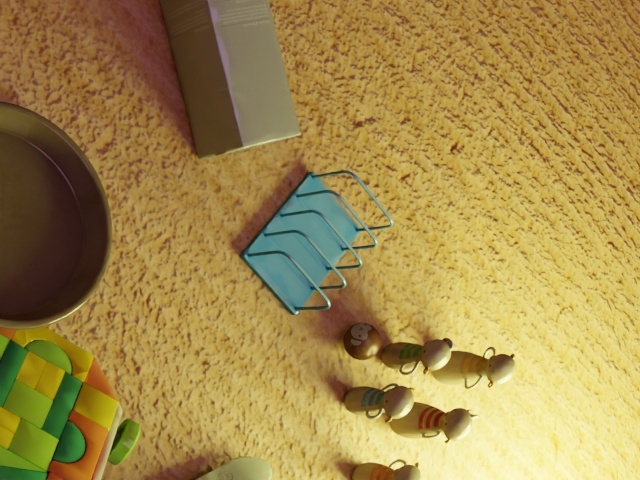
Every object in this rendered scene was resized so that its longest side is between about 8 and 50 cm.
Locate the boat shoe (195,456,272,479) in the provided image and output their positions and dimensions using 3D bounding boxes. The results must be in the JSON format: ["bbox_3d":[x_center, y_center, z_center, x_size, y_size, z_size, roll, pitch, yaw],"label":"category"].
[{"bbox_3d":[-0.125,0.320,1.633,0.133,0.042,0.049,-16,70,-36],"label":"boat shoe"}]

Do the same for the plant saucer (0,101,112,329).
[{"bbox_3d":[-0.370,-0.028,1.451,0.277,0.041,0.278,18,63,-38],"label":"plant saucer"}]

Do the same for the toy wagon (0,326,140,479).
[{"bbox_3d":[-0.341,0.225,1.360,0.267,0.068,0.344,33,31,-15],"label":"toy wagon"}]

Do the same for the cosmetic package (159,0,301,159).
[{"bbox_3d":[-0.121,-0.233,1.626,0.107,0.127,0.238,-20,100,-34],"label":"cosmetic package"}]

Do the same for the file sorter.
[{"bbox_3d":[0.000,0.000,1.705,0.118,0.104,0.170,49,62,-21],"label":"file sorter"}]

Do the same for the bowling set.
[{"bbox_3d":[0.120,0.209,1.742,0.200,0.154,0.287,49,61,-22],"label":"bowling set"}]
